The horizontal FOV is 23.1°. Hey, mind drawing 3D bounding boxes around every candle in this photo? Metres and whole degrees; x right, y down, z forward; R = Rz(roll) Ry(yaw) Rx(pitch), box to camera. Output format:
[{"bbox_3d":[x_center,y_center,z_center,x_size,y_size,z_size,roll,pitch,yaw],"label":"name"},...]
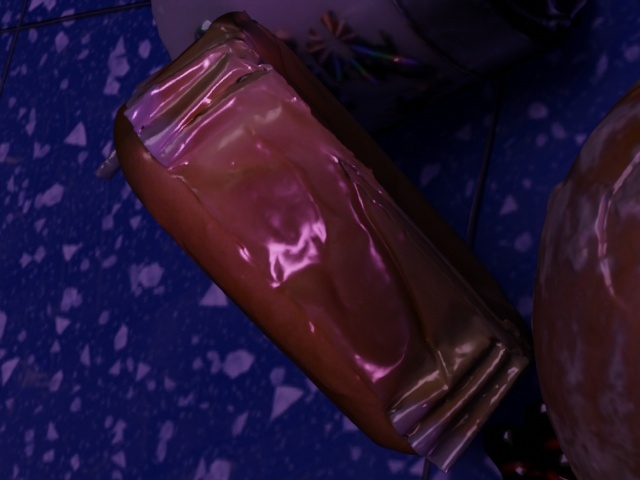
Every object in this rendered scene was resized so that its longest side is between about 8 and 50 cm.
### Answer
[{"bbox_3d":[-0.009,-0.139,0.928,0.330,0.187,0.187,-25,55,32],"label":"candle"}]

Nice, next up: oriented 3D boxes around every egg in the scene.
[{"bbox_3d":[0.186,0.021,0.671,0.195,0.195,0.233,35,92,45],"label":"egg"}]

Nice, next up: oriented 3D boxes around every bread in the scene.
[{"bbox_3d":[0.000,0.000,0.804,0.107,0.241,0.136,-42,10,7],"label":"bread"}]

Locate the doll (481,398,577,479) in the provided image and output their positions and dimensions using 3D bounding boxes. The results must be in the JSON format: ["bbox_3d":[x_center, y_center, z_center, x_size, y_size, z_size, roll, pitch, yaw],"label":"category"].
[{"bbox_3d":[0.103,0.201,0.731,0.088,0.127,0.249,-1,70,7],"label":"doll"}]
